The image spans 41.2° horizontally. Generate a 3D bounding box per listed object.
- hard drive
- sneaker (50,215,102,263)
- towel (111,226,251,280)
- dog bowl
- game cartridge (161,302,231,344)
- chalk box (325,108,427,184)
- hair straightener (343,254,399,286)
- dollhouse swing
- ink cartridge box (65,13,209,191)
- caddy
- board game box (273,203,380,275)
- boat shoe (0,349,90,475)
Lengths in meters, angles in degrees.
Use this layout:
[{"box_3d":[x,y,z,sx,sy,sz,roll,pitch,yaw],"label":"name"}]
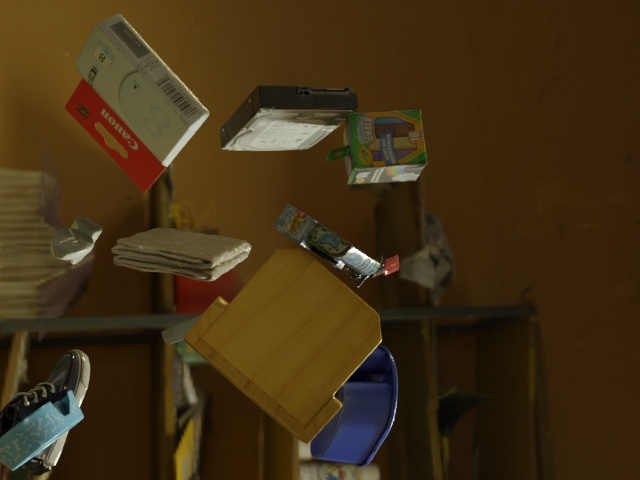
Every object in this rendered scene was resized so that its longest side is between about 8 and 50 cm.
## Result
[{"box_3d":[-0.082,-0.280,1.999,0.339,0.236,0.064,154,-69,-66],"label":"hard drive"},{"box_3d":[-0.363,0.011,1.254,0.061,0.053,0.152,-59,-174,11],"label":"sneaker"},{"box_3d":[-0.241,0.022,1.511,0.282,0.187,0.049,-36,136,-78],"label":"towel"},{"box_3d":[-0.636,0.432,1.935,0.074,0.166,0.297,52,2,0],"label":"dog bowl"},{"box_3d":[-0.345,0.249,2.648,0.294,0.196,0.060,-24,-99,32],"label":"game cartridge"},{"box_3d":[0.118,-0.208,1.922,0.132,0.213,0.132,113,-26,-76],"label":"chalk box"},{"box_3d":[0.113,0.075,2.043,0.230,0.089,0.047,-29,116,-62],"label":"hair straightener"},{"box_3d":[-0.076,0.215,1.887,0.305,0.347,0.315,-50,-178,-12],"label":"dollhouse swing"},{"box_3d":[-0.471,-0.299,2.031,0.385,0.308,0.091,-39,-175,45],"label":"ink cartridge box"},{"box_3d":[0.090,0.409,2.115,0.241,0.179,0.341,-98,-157,-44],"label":"caddy"},{"box_3d":[0.000,0.000,1.725,0.194,0.194,0.060,34,-87,33],"label":"board game box"},{"box_3d":[-0.710,0.409,2.169,0.127,0.158,0.341,-16,-131,32],"label":"boat shoe"}]
